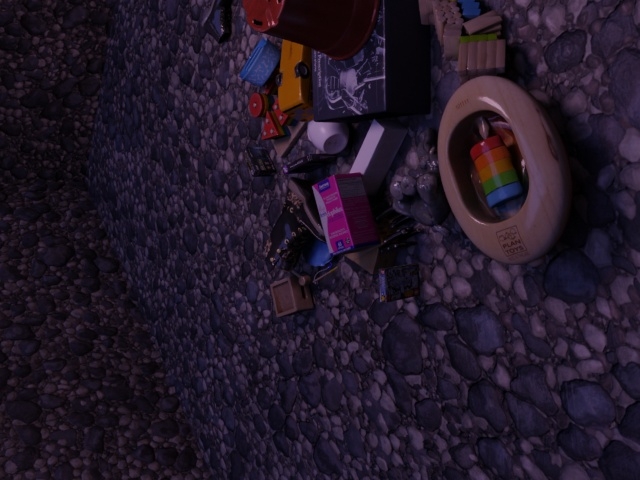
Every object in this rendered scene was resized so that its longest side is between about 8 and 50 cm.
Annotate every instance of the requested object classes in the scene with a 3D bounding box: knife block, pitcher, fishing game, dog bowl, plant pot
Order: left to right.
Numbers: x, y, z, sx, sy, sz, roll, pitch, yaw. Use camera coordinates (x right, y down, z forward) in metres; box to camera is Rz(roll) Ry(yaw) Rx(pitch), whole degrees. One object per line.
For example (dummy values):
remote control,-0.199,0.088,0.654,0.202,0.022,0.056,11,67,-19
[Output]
dog bowl,-0.211,-0.626,2.053,0.166,0.074,0.297,-56,20,9
plant pot,-0.038,-0.617,1.481,0.272,0.265,0.272,8,101,51
fishing game,0.000,0.000,2.008,0.189,0.041,0.264,-39,59,40
pitcher,0.009,-0.358,1.885,0.177,0.125,0.207,104,151,-46
knife block,0.170,-0.035,1.740,0.276,0.088,0.242,35,121,45

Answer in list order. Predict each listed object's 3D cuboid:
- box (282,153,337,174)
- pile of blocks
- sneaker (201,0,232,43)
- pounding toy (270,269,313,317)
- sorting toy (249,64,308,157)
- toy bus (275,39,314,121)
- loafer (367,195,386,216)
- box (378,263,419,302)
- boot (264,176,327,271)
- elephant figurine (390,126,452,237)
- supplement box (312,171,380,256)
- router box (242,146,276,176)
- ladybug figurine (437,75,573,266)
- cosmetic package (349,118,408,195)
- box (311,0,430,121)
box,-0.037,-0.259,1.951,0.162,0.116,0.029,-19,82,52
pile of blocks,0.357,-0.508,1.433,0.112,0.149,0.362,61,-171,-61
sneaker,-0.385,-0.915,2.347,0.118,0.083,0.222,50,127,10
pounding toy,-0.084,0.166,2.099,0.206,0.094,0.181,-25,74,47
sorting toy,-0.156,-0.476,2.092,0.255,0.089,0.257,-47,59,45
toy bus,-0.052,-0.552,1.806,0.108,0.130,0.332,-12,68,46
loafer,0.108,-0.116,1.814,0.223,0.078,0.076,21,111,49
box,0.226,0.120,1.651,0.027,0.137,0.094,5,100,53
boot,-0.065,-0.018,1.932,0.284,0.138,0.377,-64,34,21
elephant figurine,0.303,-0.159,1.517,0.169,0.239,0.186,14,133,35
supplement box,0.074,-0.076,1.685,0.111,0.114,0.220,-23,79,51
router box,-0.234,-0.301,2.218,0.038,0.092,0.122,-49,58,44
ladybug figurine,0.430,-0.156,1.322,0.305,0.162,0.449,-25,75,51
cosmetic package,0.160,-0.242,1.712,0.060,0.099,0.239,51,132,33
box,0.135,-0.517,1.635,0.312,0.179,0.343,6,100,51
